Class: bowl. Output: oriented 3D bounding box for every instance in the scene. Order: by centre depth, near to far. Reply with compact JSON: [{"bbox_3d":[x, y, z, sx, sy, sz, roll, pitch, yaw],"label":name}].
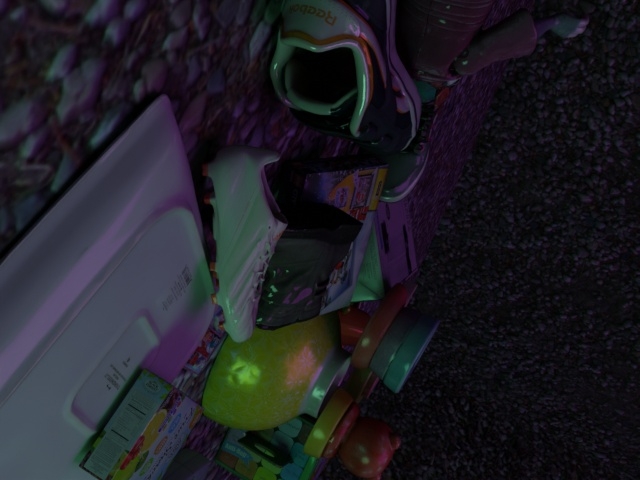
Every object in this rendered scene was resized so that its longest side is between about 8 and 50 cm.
[{"bbox_3d":[-0.043,0.195,1.079,0.289,0.156,0.289,-57,166,-23],"label":"bowl"}]

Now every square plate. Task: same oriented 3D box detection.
[{"bbox_3d":[-0.193,0.104,0.580,0.344,0.049,0.347,-55,165,-25],"label":"square plate"}]

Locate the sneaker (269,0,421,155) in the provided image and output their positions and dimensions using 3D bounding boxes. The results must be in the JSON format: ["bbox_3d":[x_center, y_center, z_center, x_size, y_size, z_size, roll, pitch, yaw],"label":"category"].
[{"bbox_3d":[0.025,-0.160,0.717,0.128,0.126,0.321,-63,156,-16],"label":"sneaker"}]

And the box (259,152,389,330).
[{"bbox_3d":[0.000,0.000,0.926,0.159,0.044,0.233,-11,125,-43],"label":"box"}]

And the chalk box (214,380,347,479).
[{"bbox_3d":[-0.066,0.364,1.277,0.179,0.180,0.289,-66,165,15],"label":"chalk box"}]

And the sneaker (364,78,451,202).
[{"bbox_3d":[0.142,-0.210,1.020,0.178,0.123,0.296,55,52,-79],"label":"sneaker"}]

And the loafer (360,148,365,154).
[{"bbox_3d":[0.144,-0.193,1.164,0.268,0.084,0.096,-62,169,-1],"label":"loafer"}]

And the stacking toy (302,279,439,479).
[{"bbox_3d":[0.121,0.225,1.120,0.309,0.130,0.279,-65,166,20],"label":"stacking toy"}]

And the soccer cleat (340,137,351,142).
[{"bbox_3d":[0.050,-0.170,0.992,0.083,0.029,0.036,-48,152,-54],"label":"soccer cleat"}]

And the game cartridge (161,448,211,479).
[{"bbox_3d":[-0.262,0.421,0.931,0.196,0.060,0.294,-64,167,22],"label":"game cartridge"}]

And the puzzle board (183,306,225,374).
[{"bbox_3d":[-0.147,0.122,0.860,0.096,0.011,0.128,-59,167,-14],"label":"puzzle board"}]

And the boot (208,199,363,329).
[{"bbox_3d":[-0.049,0.039,0.790,0.246,0.083,0.161,2,116,-54],"label":"boot"}]

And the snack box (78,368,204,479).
[{"bbox_3d":[-0.167,0.189,0.654,0.100,0.037,0.141,-57,166,-18],"label":"snack box"}]

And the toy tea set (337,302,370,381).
[{"bbox_3d":[-0.003,0.243,1.494,0.200,0.124,0.336,-118,-133,-70],"label":"toy tea set"}]

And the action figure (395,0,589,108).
[{"bbox_3d":[0.147,-0.266,0.699,0.276,0.248,0.370,-53,161,-32],"label":"action figure"}]

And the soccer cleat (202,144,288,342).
[{"bbox_3d":[-0.068,0.007,0.645,0.068,0.076,0.196,-103,-170,-74],"label":"soccer cleat"}]

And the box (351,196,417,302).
[{"bbox_3d":[0.097,0.001,1.207,0.290,0.087,0.169,-19,100,-71],"label":"box"}]
